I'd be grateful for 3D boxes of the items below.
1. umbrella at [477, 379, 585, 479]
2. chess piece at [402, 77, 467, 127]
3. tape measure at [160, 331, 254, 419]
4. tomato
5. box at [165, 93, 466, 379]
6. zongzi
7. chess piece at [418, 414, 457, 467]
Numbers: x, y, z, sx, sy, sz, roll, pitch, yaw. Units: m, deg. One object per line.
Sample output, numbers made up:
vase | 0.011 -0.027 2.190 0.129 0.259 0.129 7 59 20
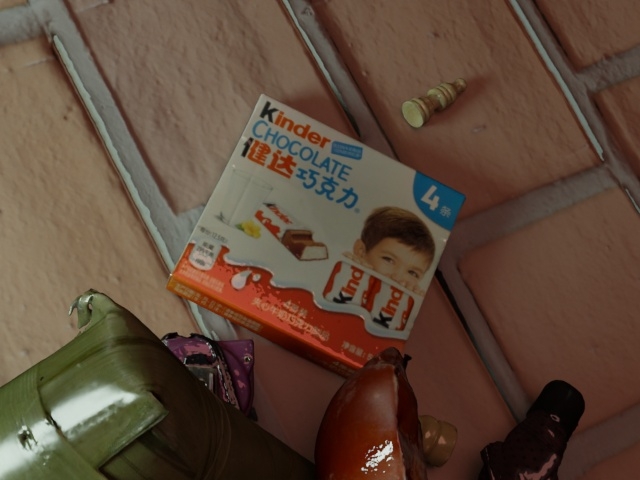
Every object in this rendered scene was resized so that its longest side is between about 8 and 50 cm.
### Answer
umbrella | 0.199 0.282 1.676 0.094 0.090 0.326 28 60 21
chess piece | 0.144 -0.173 1.892 0.092 0.035 0.035 -33 80 -30
tape measure | -0.128 0.155 1.641 0.118 0.074 0.125 2 65 -15
tomato | 0.048 0.226 1.562 0.112 0.199 0.228 -10 71 8
box | 0.000 0.000 1.762 0.273 0.048 0.265 26 62 -4
zongzi | -0.254 0.273 1.523 0.447 0.418 0.181 -32 53 15
chess piece | 0.088 0.200 1.695 0.122 0.066 0.066 24 62 -10
